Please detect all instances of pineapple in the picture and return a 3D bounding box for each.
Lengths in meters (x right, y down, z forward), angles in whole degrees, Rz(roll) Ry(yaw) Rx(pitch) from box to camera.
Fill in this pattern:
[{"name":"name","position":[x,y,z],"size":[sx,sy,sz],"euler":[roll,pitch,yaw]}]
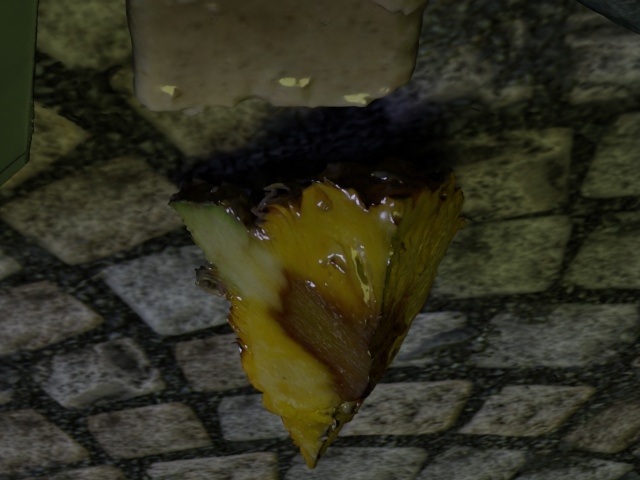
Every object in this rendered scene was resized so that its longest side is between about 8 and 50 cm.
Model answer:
[{"name":"pineapple","position":[0.000,0.004,0.855],"size":[0.164,0.140,0.250],"euler":[28,137,22]}]

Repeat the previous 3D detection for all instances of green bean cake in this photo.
[{"name":"green bean cake","position":[-0.022,-0.139,0.522],"size":[0.109,0.179,0.085],"euler":[-4,147,-5]}]

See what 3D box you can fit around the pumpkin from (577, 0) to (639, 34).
[{"name":"pumpkin","position":[0.170,-0.198,0.447],"size":[0.300,0.207,0.300],"euler":[7,155,3]}]

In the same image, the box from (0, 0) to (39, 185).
[{"name":"box","position":[-0.212,-0.125,0.471],"size":[0.225,0.117,0.225],"euler":[35,145,9]}]
